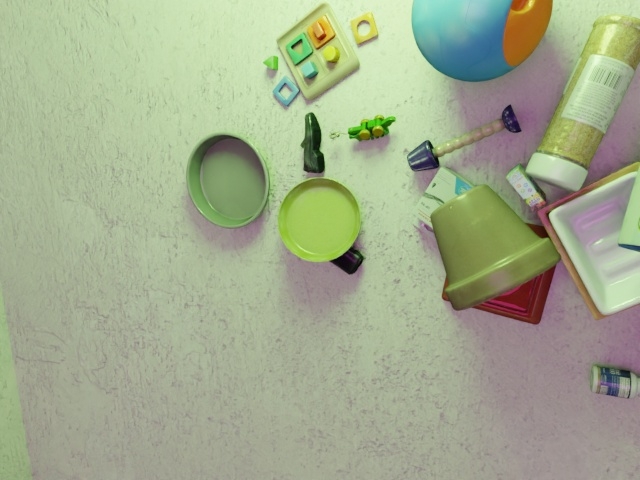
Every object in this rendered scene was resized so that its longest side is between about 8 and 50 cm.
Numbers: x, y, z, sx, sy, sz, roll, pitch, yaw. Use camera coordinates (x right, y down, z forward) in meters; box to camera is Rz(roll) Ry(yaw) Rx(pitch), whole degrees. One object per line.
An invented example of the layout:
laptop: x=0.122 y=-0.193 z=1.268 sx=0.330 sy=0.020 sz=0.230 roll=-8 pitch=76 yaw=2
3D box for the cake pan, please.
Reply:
cake pan: x=-0.277 y=-0.184 z=1.522 sx=0.292 sy=0.054 sz=0.294 roll=6 pitch=105 yaw=22

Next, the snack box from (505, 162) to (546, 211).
snack box: x=0.484 y=-0.128 z=1.168 sx=0.037 sy=0.141 sz=0.100 roll=-41 pitch=85 yaw=26

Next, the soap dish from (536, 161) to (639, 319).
soap dish: x=0.663 y=0.004 z=1.125 sx=0.228 sy=0.118 sz=0.291 roll=-28 pitch=91 yaw=19

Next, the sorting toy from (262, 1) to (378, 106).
sorting toy: x=-0.013 y=-0.509 z=1.338 sx=0.347 sy=0.047 sz=0.196 roll=-29 pitch=90 yaw=25

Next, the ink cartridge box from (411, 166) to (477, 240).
ink cartridge box: x=0.313 y=-0.087 z=1.287 sx=0.104 sy=0.060 sz=0.180 roll=38 pitch=114 yaw=20

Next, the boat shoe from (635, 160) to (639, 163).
boat shoe: x=0.764 y=-0.163 z=1.088 sx=0.136 sy=0.049 sz=0.043 roll=-10 pitch=132 yaw=42

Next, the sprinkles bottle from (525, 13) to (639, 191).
sprinkles bottle: x=0.575 y=-0.289 z=1.072 sx=0.121 sy=0.121 sz=0.356 roll=25 pitch=101 yaw=16

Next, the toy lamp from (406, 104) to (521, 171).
toy lamp: x=0.348 y=-0.247 z=1.234 sx=0.274 sy=0.080 sz=0.080 roll=-23 pitch=93 yaw=23

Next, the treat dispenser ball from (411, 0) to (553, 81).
treat dispenser ball: x=0.339 y=-0.490 z=1.061 sx=0.287 sy=0.288 sz=0.289 roll=5 pitch=104 yaw=22

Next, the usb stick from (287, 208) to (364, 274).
usb stick: x=0.000 y=0.000 z=1.455 sx=0.278 sy=0.045 sz=0.077 roll=34 pitch=117 yaw=12

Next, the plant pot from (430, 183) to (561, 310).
plant pot: x=0.372 y=0.004 z=1.145 sx=0.263 sy=0.263 sz=0.229 roll=-32 pitch=79 yaw=26

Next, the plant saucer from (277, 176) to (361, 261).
plant saucer: x=-0.002 y=-0.058 z=1.413 sx=0.240 sy=0.037 sz=0.241 roll=-1 pitch=84 yaw=12

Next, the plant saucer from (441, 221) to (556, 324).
plant saucer: x=0.460 y=0.074 z=1.279 sx=0.258 sy=0.047 sz=0.259 roll=14 pitch=107 yaw=19

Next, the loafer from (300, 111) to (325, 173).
loafer: x=-0.032 y=-0.272 z=1.397 sx=0.061 sy=0.062 sz=0.170 roll=0 pitch=101 yaw=28

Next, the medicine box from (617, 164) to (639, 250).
medicine box: x=0.784 y=-0.074 z=0.960 sx=0.289 sy=0.149 sz=0.264 roll=15 pitch=93 yaw=3

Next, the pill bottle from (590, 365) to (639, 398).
pill bottle: x=0.732 y=0.350 z=1.218 sx=0.120 sy=0.067 sz=0.067 roll=5 pitch=104 yaw=22

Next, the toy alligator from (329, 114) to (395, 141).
toy alligator: x=0.118 y=-0.289 z=1.336 sx=0.189 sy=0.056 sz=0.051 roll=-11 pitch=138 yaw=25
